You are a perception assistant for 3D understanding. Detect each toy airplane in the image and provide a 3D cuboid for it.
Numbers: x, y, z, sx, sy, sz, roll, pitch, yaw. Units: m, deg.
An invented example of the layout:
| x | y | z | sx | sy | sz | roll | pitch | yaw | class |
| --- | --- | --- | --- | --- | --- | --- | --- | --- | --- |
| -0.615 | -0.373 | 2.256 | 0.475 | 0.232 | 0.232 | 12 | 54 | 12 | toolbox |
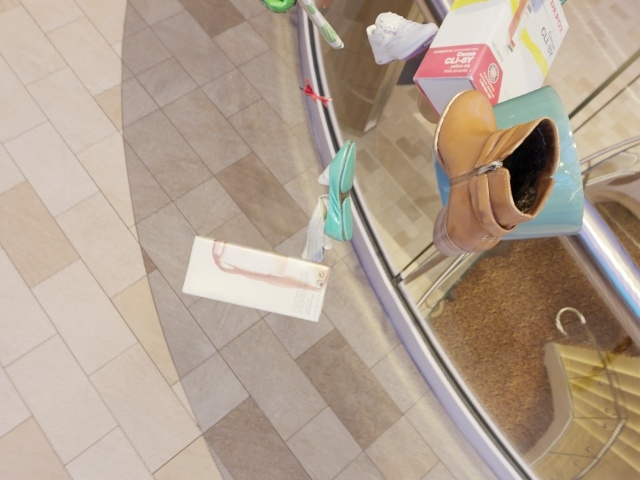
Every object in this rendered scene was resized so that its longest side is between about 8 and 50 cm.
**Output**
| x | y | z | sx | sy | sz | roll | pitch | yaw | class |
| --- | --- | --- | --- | --- | --- | --- | --- | --- | --- |
| -0.019 | -0.551 | 1.819 | 0.151 | 0.151 | 0.028 | 33 | 80 | 4 | toy airplane |

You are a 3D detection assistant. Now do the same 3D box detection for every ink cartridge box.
| x | y | z | sx | sy | sz | roll | pitch | yaw | class |
| --- | --- | --- | --- | --- | --- | --- | --- | --- | --- |
| 0.426 | -0.459 | 1.163 | 0.279 | 0.160 | 0.384 | 36 | 77 | -42 | ink cartridge box |

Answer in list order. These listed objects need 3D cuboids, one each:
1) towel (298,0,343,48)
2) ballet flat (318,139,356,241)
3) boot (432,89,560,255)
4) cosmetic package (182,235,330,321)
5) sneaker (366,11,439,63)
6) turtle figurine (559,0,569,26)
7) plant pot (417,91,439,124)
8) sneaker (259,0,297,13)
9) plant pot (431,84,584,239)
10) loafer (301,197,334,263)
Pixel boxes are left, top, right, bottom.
| x | y | z | sx | sy | sz | roll | pitch | yaw | class |
| --- | --- | --- | --- | --- | --- | --- | --- | --- | --- |
| -0.057 | -0.661 | 1.242 | 0.038 | 0.325 | 0.247 | -34 | 65 | 12 | towel |
| 0.034 | -0.116 | 1.140 | 0.087 | 0.083 | 0.247 | 9 | 111 | 21 | ballet flat |
| 0.232 | -0.124 | 0.656 | 0.109 | 0.220 | 0.283 | 18 | 75 | -4 | boot |
| -0.138 | 0.083 | 1.076 | 0.296 | 0.153 | 0.129 | 12 | 89 | -5 | cosmetic package |
| 0.244 | -0.653 | 1.518 | 0.114 | 0.305 | 0.152 | -39 | 115 | -18 | sneaker |
| 0.818 | -0.847 | 1.738 | 0.175 | 0.234 | 0.118 | 24 | 75 | 45 | turtle figurine |
| 0.430 | -0.492 | 1.519 | 0.237 | 0.254 | 0.237 | 12 | 63 | -25 | plant pot |
| -0.136 | -0.594 | 0.892 | 0.134 | 0.343 | 0.146 | -32 | 32 | 12 | sneaker |
| 0.356 | -0.132 | 0.958 | 0.235 | 0.293 | 0.292 | -12 | 70 | 18 | plant pot |
| 0.000 | 0.000 | 1.786 | 0.112 | 0.112 | 0.319 | 13 | 106 | 4 | loafer |
